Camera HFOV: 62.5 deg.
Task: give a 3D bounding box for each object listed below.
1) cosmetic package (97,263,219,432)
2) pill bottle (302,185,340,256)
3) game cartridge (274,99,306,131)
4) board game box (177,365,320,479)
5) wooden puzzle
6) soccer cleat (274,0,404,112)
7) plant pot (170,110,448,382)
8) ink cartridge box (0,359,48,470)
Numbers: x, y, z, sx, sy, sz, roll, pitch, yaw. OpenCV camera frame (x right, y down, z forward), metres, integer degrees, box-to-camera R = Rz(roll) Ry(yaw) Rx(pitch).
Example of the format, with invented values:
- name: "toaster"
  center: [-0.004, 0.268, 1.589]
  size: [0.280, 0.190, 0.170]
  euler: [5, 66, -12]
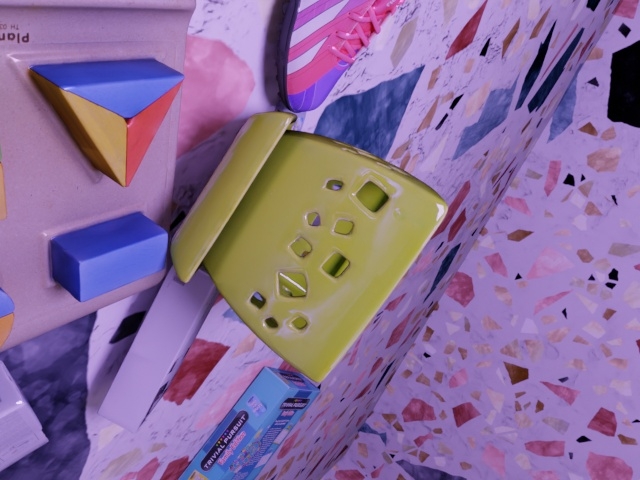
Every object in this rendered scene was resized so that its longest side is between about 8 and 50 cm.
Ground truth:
- name: "cosmetic package"
  center: [-0.195, 0.121, 0.681]
  size: [0.239, 0.061, 0.099]
  euler: [-60, -176, 14]
- name: "pill bottle"
  center: [0.000, 0.000, 0.874]
  size: [0.103, 0.103, 0.184]
  euler: [-42, 154, -27]
- name: "game cartridge"
  center: [-0.046, -0.147, 0.693]
  size: [0.056, 0.017, 0.083]
  euler: [-24, 143, -56]
- name: "board game box"
  center: [-0.162, 0.459, 1.234]
  size: [0.336, 0.079, 0.254]
  euler: [-52, 157, -5]
- name: "wooden puzzle"
  center: [-0.235, -0.021, 0.422]
  size: [0.322, 0.081, 0.347]
  euler: [-27, 145, -48]
- name: "soccer cleat"
  center: [0.046, -0.270, 0.553]
  size: [0.109, 0.116, 0.318]
  euler: [-35, 152, -60]
- name: "plant pot"
  center: [-0.024, -0.022, 0.596]
  size: [0.227, 0.207, 0.228]
  euler: [-56, -173, 11]
- name: "ink cartridge box"
  center: [-0.378, 0.212, 0.509]
  size: [0.189, 0.066, 0.232]
  euler: [-29, 170, -32]
